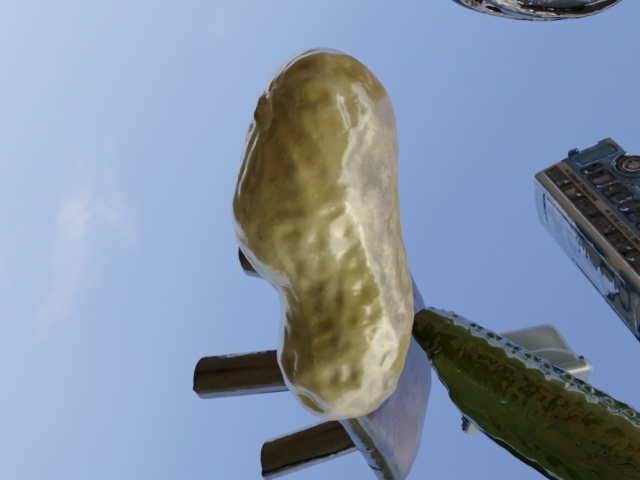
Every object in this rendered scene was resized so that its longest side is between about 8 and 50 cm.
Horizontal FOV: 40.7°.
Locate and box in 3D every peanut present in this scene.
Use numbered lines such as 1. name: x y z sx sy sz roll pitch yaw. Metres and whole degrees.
1. peanut: 0.000 0.000 0.730 0.147 0.147 0.319 5 -75 44

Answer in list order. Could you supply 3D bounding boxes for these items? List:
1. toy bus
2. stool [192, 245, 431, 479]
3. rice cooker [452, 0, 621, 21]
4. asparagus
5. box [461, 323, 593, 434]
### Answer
1. toy bus: 0.366 0.002 0.998 0.131 0.106 0.297 -22 -143 -3
2. stool: 0.009 0.155 1.217 0.226 0.310 0.310 -4 -134 24
3. rice cooker: 0.208 -0.355 0.840 0.267 0.267 0.224 -44 -140 22
4. asparagus: 0.248 0.189 0.839 0.382 0.128 0.108 30 -96 33
5. box: 0.259 0.180 1.154 0.124 0.172 0.093 104 -28 -45
